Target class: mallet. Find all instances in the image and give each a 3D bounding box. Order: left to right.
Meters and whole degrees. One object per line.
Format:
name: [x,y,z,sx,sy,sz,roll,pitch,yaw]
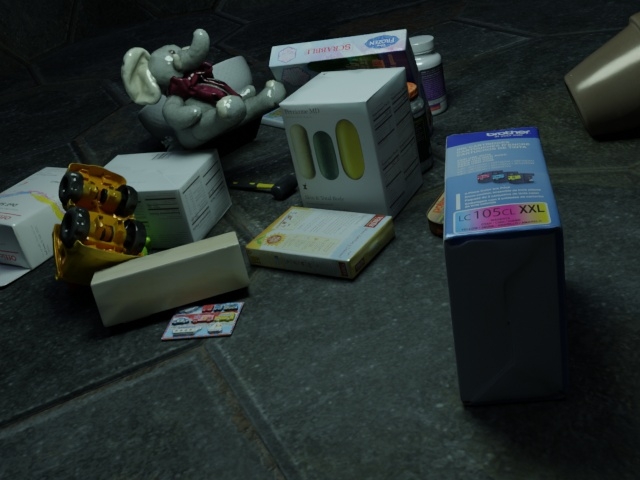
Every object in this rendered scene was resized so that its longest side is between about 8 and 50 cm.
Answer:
mallet: [-0.143,-0.122,1.848,0.190,0.039,0.062,0,32,33]

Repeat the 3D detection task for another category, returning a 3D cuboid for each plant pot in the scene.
plant pot: [0.665,-0.336,1.724,0.229,0.263,0.263,-25,24,17]

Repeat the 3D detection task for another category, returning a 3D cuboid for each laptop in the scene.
laptop: [-0.292,-0.285,2.103,0.264,0.136,0.234,15,37,41]

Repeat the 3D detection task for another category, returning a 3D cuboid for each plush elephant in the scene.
plush elephant: [-0.285,-0.350,1.797,0.330,0.255,0.272,-21,9,36]

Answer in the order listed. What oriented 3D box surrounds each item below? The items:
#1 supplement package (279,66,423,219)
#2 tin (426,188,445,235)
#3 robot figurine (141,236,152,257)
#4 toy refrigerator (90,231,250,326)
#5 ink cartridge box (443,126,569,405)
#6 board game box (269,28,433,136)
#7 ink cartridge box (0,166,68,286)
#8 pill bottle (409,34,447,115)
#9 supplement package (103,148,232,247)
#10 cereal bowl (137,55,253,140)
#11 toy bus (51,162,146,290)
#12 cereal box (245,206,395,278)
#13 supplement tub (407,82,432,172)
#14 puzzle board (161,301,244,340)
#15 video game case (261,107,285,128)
supplement package: [0.070,-0.197,1.644,0.199,0.262,0.198,3,31,29]
tin: [0.276,-0.063,1.553,0.106,0.040,0.189,8,33,28]
robot figurine: [-0.397,0.022,1.639,0.101,0.067,0.115,-30,32,-19]
toy refrigerator: [-0.272,0.072,1.462,0.270,0.094,0.102,-16,16,-7]
ink cartridge box: [0.264,0.007,1.168,0.151,0.269,0.395,-5,28,11]
board game box: [0.081,-0.350,1.891,0.318,0.318,0.065,-3,60,19]
ink cartridge box: [-0.670,-0.041,1.817,0.207,0.119,0.353,5,32,31]
pill bottle: [0.267,-0.429,2.075,0.108,0.193,0.108,-10,28,5]
supplement package: [-0.364,-0.091,1.755,0.262,0.145,0.204,-1,30,20]
cereal bowl: [-0.330,-0.372,2.224,0.339,0.141,0.339,-28,8,5]
toy bus: [-0.461,-0.009,1.571,0.150,0.211,0.220,13,45,-39]
cereal box: [0.000,0.000,1.535,0.240,0.047,0.173,8,34,34]
supplement tub: [0.182,-0.247,1.770,0.117,0.190,0.117,-9,27,5]
puzzle board: [-0.206,0.140,1.397,0.128,0.011,0.096,-6,28,13]
video game case: [-0.078,-0.377,2.308,0.193,0.023,0.212,-31,33,-31]
